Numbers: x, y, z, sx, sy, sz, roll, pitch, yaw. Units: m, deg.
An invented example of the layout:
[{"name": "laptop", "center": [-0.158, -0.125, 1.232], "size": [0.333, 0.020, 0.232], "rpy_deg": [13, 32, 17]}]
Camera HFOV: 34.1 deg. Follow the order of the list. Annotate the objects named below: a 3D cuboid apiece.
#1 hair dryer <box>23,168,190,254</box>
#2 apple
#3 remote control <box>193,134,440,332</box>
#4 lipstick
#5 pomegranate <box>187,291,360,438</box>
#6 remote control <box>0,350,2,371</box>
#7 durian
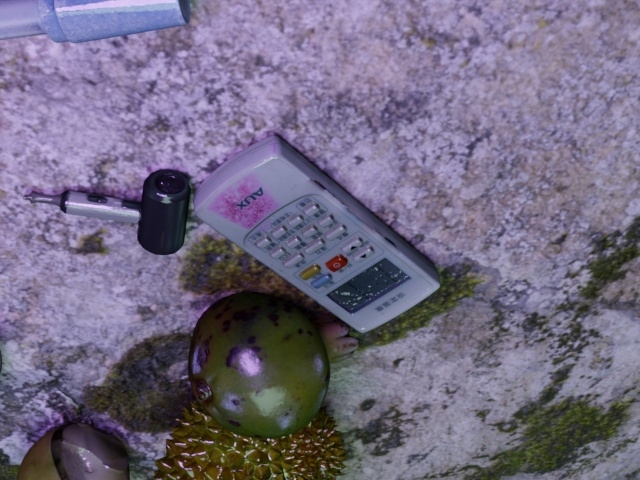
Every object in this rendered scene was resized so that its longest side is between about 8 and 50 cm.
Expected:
[{"name": "hair dryer", "center": [-0.257, -0.043, 1.249], "size": [0.198, 0.057, 0.100], "rpy_deg": [6, 133, -6]}, {"name": "apple", "center": [-0.365, 0.385, 1.570], "size": [0.174, 0.188, 0.207], "rpy_deg": [-11, 139, -2]}, {"name": "remote control", "center": [0.000, 0.001, 1.324], "size": [0.145, 0.050, 0.344], "rpy_deg": [-34, 131, 25]}, {"name": "lipstick", "center": [-0.271, -0.228, 1.045], "size": [0.274, 0.061, 0.068], "rpy_deg": [-6, 159, 6]}, {"name": "pomegranate", "center": [-0.061, 0.157, 1.397], "size": [0.248, 0.202, 0.202], "rpy_deg": [-18, 145, -35]}, {"name": "remote control", "center": [-0.570, 0.129, 1.339], "size": [0.221, 0.103, 0.332], "rpy_deg": [-33, 132, 27]}, {"name": "durian", "center": [-0.104, 0.335, 1.525], "size": [0.291, 0.224, 0.291], "rpy_deg": [-6, 134, -6]}]
